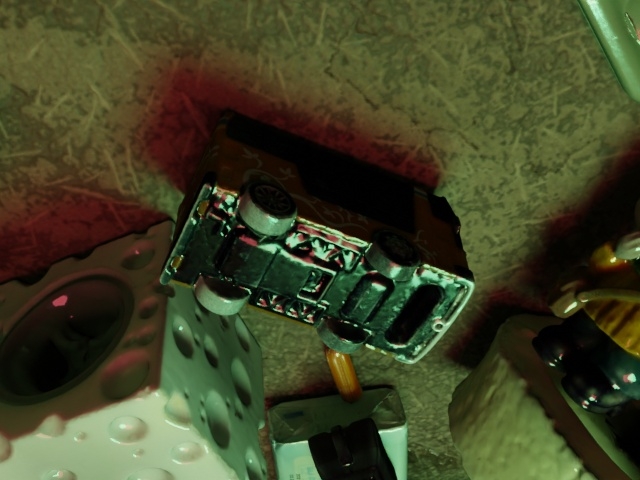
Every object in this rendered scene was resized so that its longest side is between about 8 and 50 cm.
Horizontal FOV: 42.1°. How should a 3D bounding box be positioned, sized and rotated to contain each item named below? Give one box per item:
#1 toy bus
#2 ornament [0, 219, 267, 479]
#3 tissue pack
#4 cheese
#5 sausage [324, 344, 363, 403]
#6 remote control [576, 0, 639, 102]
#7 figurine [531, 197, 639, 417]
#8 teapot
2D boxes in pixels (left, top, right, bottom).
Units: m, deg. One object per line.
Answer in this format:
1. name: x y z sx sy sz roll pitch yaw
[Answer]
1. toy bus: 0.000 0.000 0.820 0.275 0.167 0.139 20 125 -15
2. ornament: -0.213 0.170 0.887 0.239 0.239 0.240 -20 129 11
3. tissue pack: 0.027 0.320 1.134 0.177 0.089 0.263 -7 128 -3
4. cheese: 0.319 0.242 0.966 0.292 0.332 0.153 -2 135 -39
5. sausage: 0.026 0.159 1.036 0.031 0.031 0.107 -15 130 7
6. remote control: 0.263 -0.258 0.697 0.128 0.066 0.335 -32 126 17
7. figurine: 0.373 0.025 0.846 0.204 0.185 0.332 6 121 -28
8. teapot: 0.046 0.296 1.002 0.087 0.096 0.177 -18 123 4
